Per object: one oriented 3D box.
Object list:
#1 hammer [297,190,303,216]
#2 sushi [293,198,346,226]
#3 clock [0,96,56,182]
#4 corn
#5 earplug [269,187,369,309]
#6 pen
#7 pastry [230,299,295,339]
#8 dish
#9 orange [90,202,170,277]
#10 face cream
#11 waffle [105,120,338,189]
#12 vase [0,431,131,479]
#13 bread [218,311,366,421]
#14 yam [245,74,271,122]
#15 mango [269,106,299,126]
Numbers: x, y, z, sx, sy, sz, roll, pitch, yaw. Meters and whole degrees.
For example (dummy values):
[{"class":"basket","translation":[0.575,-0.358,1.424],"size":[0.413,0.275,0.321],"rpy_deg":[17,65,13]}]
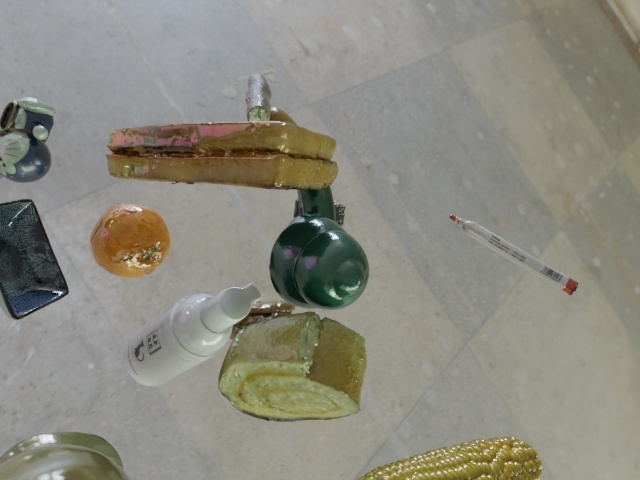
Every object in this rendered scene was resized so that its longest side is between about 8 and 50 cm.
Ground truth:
[{"class":"hammer","translation":[-0.044,-0.064,1.223],"size":[0.029,0.103,0.246],"rpy_deg":[-22,120,-32]},{"class":"sushi","translation":[-0.004,-0.084,1.491],"size":[0.150,0.090,0.078],"rpy_deg":[5,97,-18]},{"class":"clock","translation":[-0.861,-0.289,1.509],"size":[0.146,0.199,0.243],"rpy_deg":[21,70,-56]},{"class":"corn","translation":[0.137,0.288,0.587],"size":[0.310,0.101,0.102],"rpy_deg":[1,70,-40]},{"class":"earplug","translation":[0.007,-0.002,0.910],"size":[0.164,0.280,0.257],"rpy_deg":[28,94,-34]},{"class":"pen","translation":[0.299,0.018,0.811],"size":[0.218,0.026,0.026],"rpy_deg":[32,51,12]},{"class":"pastry","translation":[-0.193,0.241,1.597],"size":[0.235,0.240,0.132],"rpy_deg":[21,63,-58]},{"class":"dish","translation":[-0.675,0.042,1.123],"size":[0.182,0.080,0.243],"rpy_deg":[-54,127,-74]},{"class":"orange","translation":[-0.614,-0.001,1.662],"size":[0.246,0.246,0.246],"rpy_deg":[14,63,-30]},{"class":"face cream","translation":[-0.278,0.193,1.117],"size":[0.145,0.369,0.145],"rpy_deg":[29,43,-31]},{"class":"waffle","translation":[-0.155,-0.135,0.839],"size":[0.224,0.327,0.098],"rpy_deg":[-8,103,-66]},{"class":"vase","translation":[-0.423,0.382,0.712],"size":[0.329,0.302,0.241],"rpy_deg":[22,82,-27]},{"class":"bread","translation":[-0.055,0.206,0.844],"size":[0.124,0.257,0.186],"rpy_deg":[-75,146,-45]},{"class":"yam","translation":[-0.170,-0.390,1.420],"size":[0.071,0.067,0.317],"rpy_deg":[58,11,-32]},{"class":"mango","translation":[-0.095,-0.297,1.500],"size":[0.227,0.099,0.136],"rpy_deg":[38,24,-28]}]
